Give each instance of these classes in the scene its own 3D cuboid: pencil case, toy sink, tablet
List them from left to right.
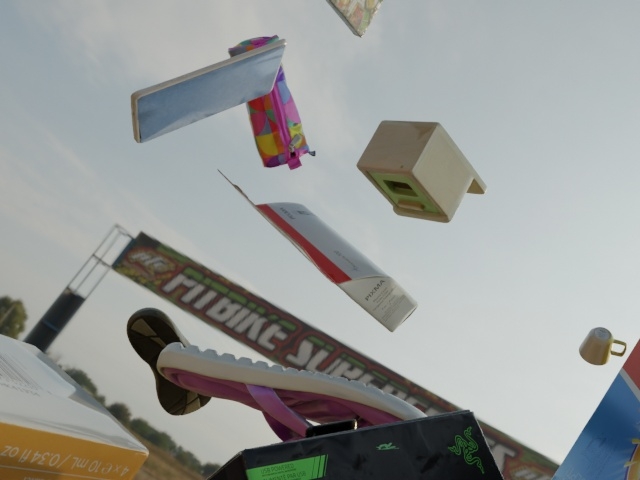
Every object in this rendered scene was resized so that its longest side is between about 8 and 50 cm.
[{"bbox_3d":[-0.058,-0.077,0.337,0.006,0.083,0.054,61,-20,8],"label":"tablet"},{"bbox_3d":[-0.088,-0.245,1.171,0.104,0.104,0.236,0,-67,53],"label":"pencil case"},{"bbox_3d":[0.211,-0.124,1.348,0.152,0.131,0.234,15,-20,47],"label":"toy sink"}]

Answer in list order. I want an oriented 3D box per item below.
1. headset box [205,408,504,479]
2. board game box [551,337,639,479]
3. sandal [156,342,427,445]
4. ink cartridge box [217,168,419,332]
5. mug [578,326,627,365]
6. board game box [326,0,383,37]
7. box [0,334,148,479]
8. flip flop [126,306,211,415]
[{"bbox_3d":[0.047,0.273,0.475,0.246,0.283,0.131,5,-39,-38],"label":"headset box"},{"bbox_3d":[0.305,0.173,0.494,0.064,0.242,0.316,31,2,0],"label":"board game box"},{"bbox_3d":[-0.048,0.240,0.895,0.416,0.102,0.169,8,-28,26],"label":"sandal"},{"bbox_3d":[0.000,0.000,1.283,0.308,0.091,0.385,41,-3,41],"label":"ink cartridge box"},{"bbox_3d":[0.568,0.207,1.317,0.062,0.078,0.064,-112,-165,-47],"label":"mug"},{"bbox_3d":[0.063,-0.542,1.360,0.030,0.136,0.259,31,5,27],"label":"board game box"},{"bbox_3d":[-0.319,0.226,0.423,0.168,0.345,0.215,29,-10,29],"label":"box"},{"bbox_3d":[-0.289,0.230,1.260,0.080,0.112,0.277,-120,-173,-58],"label":"flip flop"}]
